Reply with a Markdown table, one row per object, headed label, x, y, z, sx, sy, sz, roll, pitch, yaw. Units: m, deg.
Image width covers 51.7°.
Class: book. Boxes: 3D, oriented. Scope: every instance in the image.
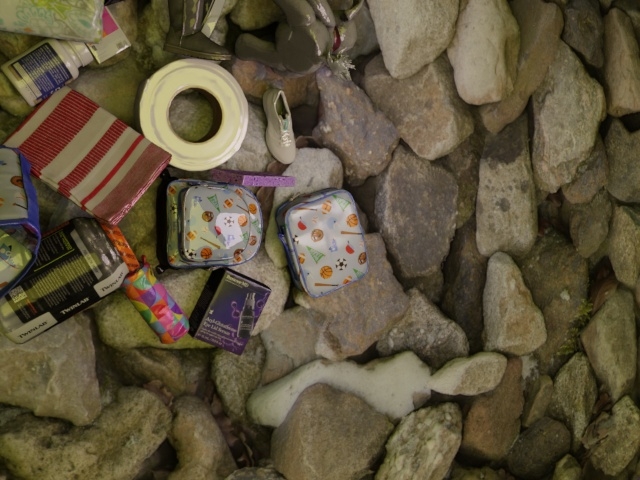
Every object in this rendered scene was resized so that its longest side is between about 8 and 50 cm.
| label | x | y | z | sx | sy | sz | roll | pitch | yaw |
| --- | --- | --- | --- | --- | --- | --- | --- | --- | --- |
| book | -0.546 | -0.521 | 1.620 | 0.096 | 0.035 | 0.144 | -37 | 111 | -19 |

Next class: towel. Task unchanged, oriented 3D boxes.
| label | x | y | z | sx | sy | sz | roll | pitch | yaw |
| --- | --- | --- | --- | --- | --- | --- | --- | --- | --- |
| towel | -0.556 | -0.208 | 1.572 | 0.329 | 0.037 | 0.237 | 34 | 69 | -1 |
| towel | -0.633 | -0.644 | 1.441 | 0.320 | 0.090 | 0.375 | 6 | 103 | -11 |

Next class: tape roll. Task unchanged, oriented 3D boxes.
| label | x | y | z | sx | sy | sz | roll | pitch | yaw |
| --- | --- | --- | --- | --- | --- | --- | --- | --- | --- |
| tape roll | -0.335 | -0.324 | 1.710 | 0.286 | 0.100 | 0.287 | -4 | 101 | -23 |

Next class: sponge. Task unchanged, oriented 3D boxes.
| label | x | y | z | sx | sy | sz | roll | pitch | yaw |
| --- | --- | --- | --- | --- | --- | --- | --- | --- | --- |
| sponge | -0.176 | -0.165 | 1.751 | 0.210 | 0.117 | 0.031 | -4 | 104 | -53 |

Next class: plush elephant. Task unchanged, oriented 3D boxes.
| label | x | y | z | sx | sy | sz | roll | pitch | yaw |
| --- | --- | --- | --- | --- | --- | --- | --- | --- | --- |
| plush elephant | -0.010 | -0.557 | 1.751 | 0.329 | 0.255 | 0.272 | 32 | 129 | 6 |

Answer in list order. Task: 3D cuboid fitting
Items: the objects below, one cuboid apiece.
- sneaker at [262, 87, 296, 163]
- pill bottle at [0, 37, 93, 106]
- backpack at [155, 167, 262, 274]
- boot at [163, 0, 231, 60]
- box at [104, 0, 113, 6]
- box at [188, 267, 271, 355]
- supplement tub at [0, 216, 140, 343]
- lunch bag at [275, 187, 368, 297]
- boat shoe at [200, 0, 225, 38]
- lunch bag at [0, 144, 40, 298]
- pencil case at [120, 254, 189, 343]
| label | x | y | z | sx | sy | sz | roll | pitch | yaw |
| --- | --- | --- | --- | --- | --- | --- | --- | --- | --- |
| sneaker | -0.107 | -0.312 | 1.816 | 0.080 | 0.094 | 0.212 | -19 | 106 | -22 |
| pill bottle | -0.637 | -0.410 | 1.552 | 0.186 | 0.112 | 0.112 | -38 | 111 | -13 |
| backpack | -0.283 | -0.044 | 1.730 | 0.263 | 0.213 | 0.277 | -1 | 96 | -35 |
| boot | -0.293 | -0.550 | 1.600 | 0.189 | 0.076 | 0.209 | 13 | 102 | 2 |
| box | -0.472 | -0.668 | 1.584 | 0.158 | 0.093 | 0.156 | -30 | 109 | -27 |
| box | -0.255 | 0.189 | 1.825 | 0.153 | 0.108 | 0.207 | 25 | 88 | -25 |
| supplement tub | -0.624 | 0.080 | 1.588 | 0.337 | 0.207 | 0.207 | -31 | 110 | -16 |
| lunch bag | 0.000 | 0.000 | 1.907 | 0.243 | 0.115 | 0.304 | -21 | 107 | -17 |
| boat shoe | -0.290 | -0.630 | 1.671 | 0.104 | 0.113 | 0.307 | 19 | 97 | -17 |
| lunch bag | -0.767 | -0.008 | 1.380 | 0.385 | 0.328 | 0.239 | -35 | 135 | 1 |
| pencil case | -0.440 | 0.161 | 1.745 | 0.104 | 0.104 | 0.236 | -35 | 112 | -15 |
